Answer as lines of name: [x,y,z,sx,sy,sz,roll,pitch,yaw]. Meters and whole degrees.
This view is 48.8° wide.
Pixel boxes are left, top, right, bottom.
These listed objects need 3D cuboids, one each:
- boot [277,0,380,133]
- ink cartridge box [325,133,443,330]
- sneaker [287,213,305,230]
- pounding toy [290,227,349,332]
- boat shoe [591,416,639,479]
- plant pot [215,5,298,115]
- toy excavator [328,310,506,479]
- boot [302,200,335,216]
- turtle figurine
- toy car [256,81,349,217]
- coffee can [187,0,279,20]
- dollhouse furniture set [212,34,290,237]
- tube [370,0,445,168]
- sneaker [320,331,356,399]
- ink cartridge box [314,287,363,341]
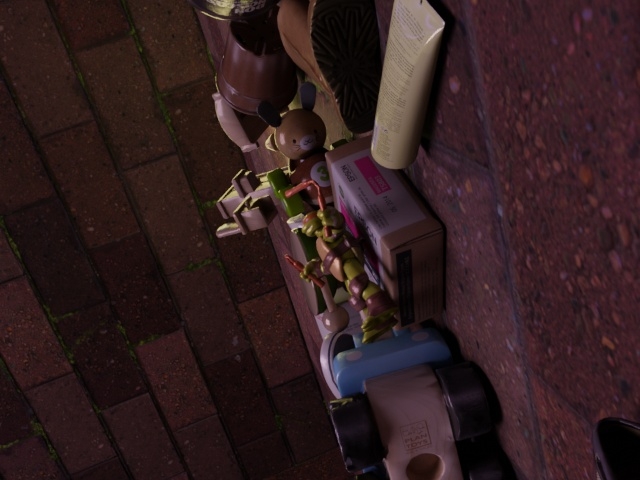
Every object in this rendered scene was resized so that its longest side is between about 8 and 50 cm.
boot: [-0.006,-0.304,1.022,0.269,0.089,0.236,-119,12,-46]
ink cartridge box: [0.097,-0.013,1.068,0.193,0.088,0.234,77,168,-47]
sneaker: [0.001,0.000,1.645,0.282,0.102,0.161,-83,-31,-87]
pounding toy: [0.022,0.060,1.414,0.237,0.110,0.182,-127,24,-64]
boat shoe: [0.275,0.207,0.499,0.285,0.103,0.092,-134,20,-81]
plant pot: [-0.115,-0.355,1.355,0.165,0.167,0.166,113,136,-64]
toy excavator: [0.108,0.199,1.183,0.445,0.223,0.432,-112,5,-71]
boot: [0.040,-0.068,1.357,0.082,0.106,0.219,59,-165,28]
turtle figurine: [0.031,0.038,1.014,0.217,0.087,0.269,57,158,20]
toy car: [-0.025,-0.163,1.172,0.149,0.155,0.188,54,168,57]
coffee can: [-0.117,-0.447,0.984,0.275,0.202,0.201,-176,65,-80]
dollhouse furniture set: [-0.205,-0.229,1.525,0.355,0.174,0.303,63,-148,-23]
tube: [0.100,-0.179,0.807,0.070,0.062,0.240,21,147,12]
sneaker: [0.123,0.288,1.351,0.321,0.128,0.126,55,-140,-31]
ink cartridge box: [0.091,0.253,1.569,0.211,0.122,0.289,-174,64,-80]
